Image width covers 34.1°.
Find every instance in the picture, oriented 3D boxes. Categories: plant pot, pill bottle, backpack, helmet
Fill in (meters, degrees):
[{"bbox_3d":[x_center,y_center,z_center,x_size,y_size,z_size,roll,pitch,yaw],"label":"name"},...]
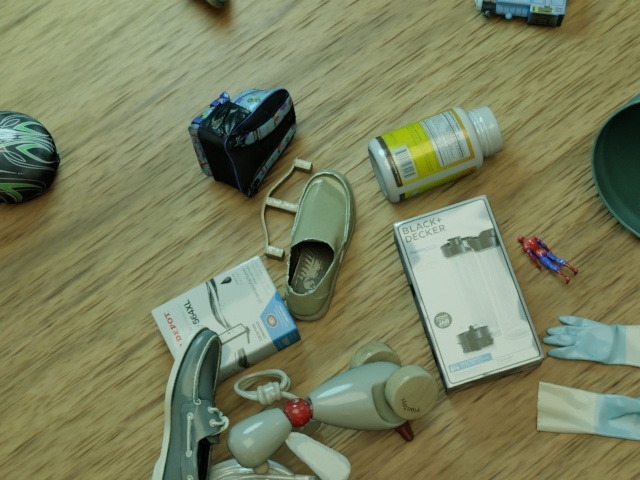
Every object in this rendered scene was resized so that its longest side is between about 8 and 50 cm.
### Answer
[{"bbox_3d":[0.615,-0.150,1.686,0.293,0.293,0.196,35,53,13],"label":"plant pot"},{"bbox_3d":[0.197,-0.153,1.779,0.215,0.117,0.117,-21,73,-3],"label":"pill bottle"},{"bbox_3d":[-0.124,-0.189,1.797,0.116,0.158,0.173,26,62,29],"label":"backpack"},{"bbox_3d":[-0.544,-0.146,1.805,0.169,0.161,0.170,-1,73,4],"label":"helmet"}]

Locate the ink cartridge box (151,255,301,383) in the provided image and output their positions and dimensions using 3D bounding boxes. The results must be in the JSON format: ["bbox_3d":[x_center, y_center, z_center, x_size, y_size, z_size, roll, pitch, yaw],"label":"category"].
[{"bbox_3d":[-0.156,0.141,1.732,0.203,0.086,0.148,-28,74,-5],"label":"ink cartridge box"}]

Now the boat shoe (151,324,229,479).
[{"bbox_3d":[-0.180,0.291,1.590,0.099,0.116,0.320,6,79,21],"label":"boat shoe"}]

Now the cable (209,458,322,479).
[{"bbox_3d":[-0.117,0.470,1.632,0.257,0.089,0.257,16,76,9],"label":"cable"}]

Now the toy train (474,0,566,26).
[{"bbox_3d":[0.360,-0.446,1.877,0.184,0.080,0.105,8,80,6],"label":"toy train"}]

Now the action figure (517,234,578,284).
[{"bbox_3d":[0.379,0.028,1.759,0.115,0.030,0.038,41,75,19],"label":"action figure"}]

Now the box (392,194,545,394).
[{"bbox_3d":[0.239,0.089,1.716,0.169,0.087,0.290,-17,73,2],"label":"box"}]

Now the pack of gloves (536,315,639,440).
[{"bbox_3d":[0.473,0.220,1.687,0.232,0.046,0.195,5,75,5],"label":"pack of gloves"}]

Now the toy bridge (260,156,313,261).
[{"bbox_3d":[-0.068,-0.061,1.817,0.063,0.026,0.188,14,75,9],"label":"toy bridge"}]

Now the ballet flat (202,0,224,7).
[{"bbox_3d":[-0.253,-0.566,1.947,0.124,0.116,0.343,-17,72,20],"label":"ballet flat"}]

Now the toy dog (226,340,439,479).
[{"bbox_3d":[0.029,0.291,1.644,0.333,0.220,0.161,-15,111,4],"label":"toy dog"}]

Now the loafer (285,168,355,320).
[{"bbox_3d":[0.000,0.000,1.760,0.101,0.092,0.269,7,74,6],"label":"loafer"}]
